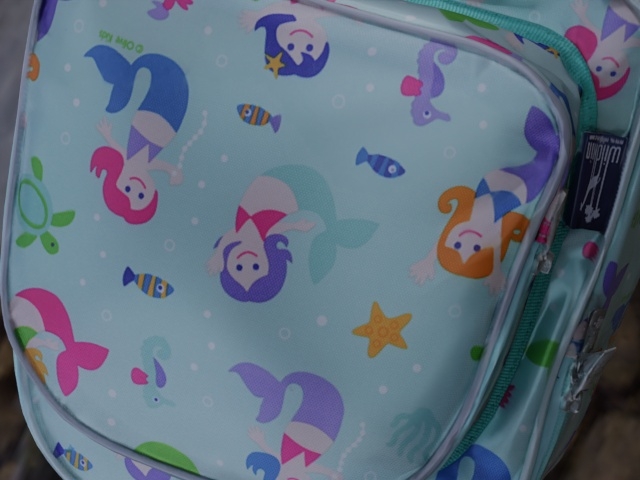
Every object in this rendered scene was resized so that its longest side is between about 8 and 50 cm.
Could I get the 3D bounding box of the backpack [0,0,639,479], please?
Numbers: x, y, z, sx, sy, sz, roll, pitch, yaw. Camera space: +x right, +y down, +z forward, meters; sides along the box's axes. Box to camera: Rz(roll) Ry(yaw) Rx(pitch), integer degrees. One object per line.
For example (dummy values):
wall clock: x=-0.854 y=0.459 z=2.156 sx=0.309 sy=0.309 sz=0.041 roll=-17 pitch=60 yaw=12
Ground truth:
backpack: x=0.000 y=0.000 z=0.655 sx=0.191 sy=0.225 sz=0.253 roll=-41 pitch=-33 yaw=-62
